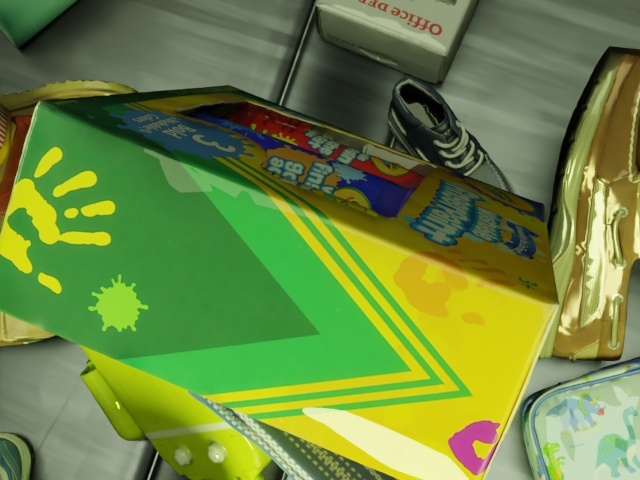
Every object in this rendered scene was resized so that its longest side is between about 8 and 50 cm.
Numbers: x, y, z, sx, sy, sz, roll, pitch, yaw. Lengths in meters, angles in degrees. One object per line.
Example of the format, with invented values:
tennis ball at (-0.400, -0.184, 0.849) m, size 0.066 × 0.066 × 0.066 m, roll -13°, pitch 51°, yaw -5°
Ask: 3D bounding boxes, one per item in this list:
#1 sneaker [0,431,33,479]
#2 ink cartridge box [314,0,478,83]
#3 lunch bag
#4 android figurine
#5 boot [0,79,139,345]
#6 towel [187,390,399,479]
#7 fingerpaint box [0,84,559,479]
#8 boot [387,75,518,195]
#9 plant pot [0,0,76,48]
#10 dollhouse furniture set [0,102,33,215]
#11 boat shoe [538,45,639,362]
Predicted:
sneaker at (-0.349, 0.303, 1.013) m, size 0.080 × 0.081 × 0.211 m, roll 2°, pitch 80°, yaw 2°
ink cartridge box at (0.107, -0.308, 1.107) m, size 0.158 × 0.092 × 0.218 m, roll 23°, pitch 82°, yaw 8°
lunch bag at (0.320, 0.206, 0.991) m, size 0.218 × 0.090 × 0.176 m, roll -16°, pitch 79°, yaw 0°
android figurine at (-0.140, 0.148, 0.971) m, size 0.056 × 0.248 × 0.273 m, roll -42°, pitch 107°, yaw -40°
boot at (-0.300, -0.026, 1.078) m, size 0.236 × 0.089 × 0.270 m, roll -7°, pitch 77°, yaw 15°
towel at (0.041, 0.160, 0.908) m, size 0.243 × 0.336 × 0.040 m, roll 42°, pitch 111°, yaw 9°
fingerpaint box at (0.000, 0.000, 0.859) m, size 0.371 × 0.445 × 0.163 m, roll 22°, pitch 104°, yaw 8°
boot at (0.142, -0.092, 1.063) m, size 0.069 × 0.086 × 0.190 m, roll -45°, pitch 80°, yaw -6°
plant pot at (-0.310, -0.373, 1.114) m, size 0.234 × 0.166 × 0.165 m, roll -38°, pitch 79°, yaw -13°
dollhouse furniture set at (-0.397, 0.007, 0.925) m, size 0.152 × 0.201 × 0.374 m, roll 2°, pitch 72°, yaw 18°
boat shoe at (0.286, -0.026, 0.982) m, size 0.119 × 0.122 × 0.324 m, roll 13°, pitch 112°, yaw 10°
